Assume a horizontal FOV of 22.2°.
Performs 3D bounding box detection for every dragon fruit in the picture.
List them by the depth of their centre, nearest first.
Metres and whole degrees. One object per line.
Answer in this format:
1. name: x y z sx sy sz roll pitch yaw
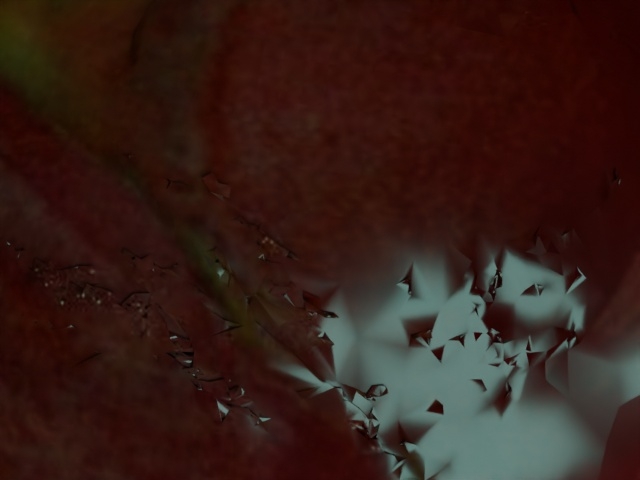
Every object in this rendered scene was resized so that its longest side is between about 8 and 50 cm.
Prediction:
1. dragon fruit: 0.000 0.000 0.454 0.295 0.302 0.295 13 90 -69
